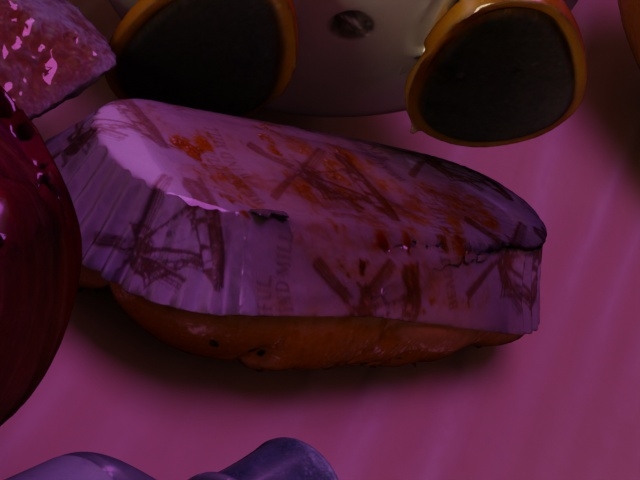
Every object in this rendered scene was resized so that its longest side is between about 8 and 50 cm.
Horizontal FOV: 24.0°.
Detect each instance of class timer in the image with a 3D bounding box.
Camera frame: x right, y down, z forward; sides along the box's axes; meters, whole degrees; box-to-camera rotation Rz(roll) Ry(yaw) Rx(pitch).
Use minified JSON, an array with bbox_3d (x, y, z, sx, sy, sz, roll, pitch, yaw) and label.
[{"bbox_3d":[0.010,-0.170,0.679,0.233,0.233,0.240,15,56,-27],"label":"timer"}]

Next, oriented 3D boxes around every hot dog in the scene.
[{"bbox_3d":[0.000,0.000,0.613,0.252,0.069,0.131,5,33,-41],"label":"hot dog"}]

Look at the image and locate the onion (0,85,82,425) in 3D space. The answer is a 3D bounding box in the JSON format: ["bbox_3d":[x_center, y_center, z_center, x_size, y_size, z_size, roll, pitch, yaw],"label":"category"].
[{"bbox_3d":[-0.182,-0.009,0.376,0.248,0.161,0.248,33,25,-18],"label":"onion"}]

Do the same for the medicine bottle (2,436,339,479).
[{"bbox_3d":[-0.069,0.105,0.420,0.090,0.054,0.208,46,34,19],"label":"medicine bottle"}]

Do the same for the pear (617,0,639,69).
[{"bbox_3d":[0.307,-0.138,0.913,0.285,0.285,0.336,36,72,3],"label":"pear"}]

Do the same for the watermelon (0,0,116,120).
[{"bbox_3d":[-0.189,-0.104,0.542,0.241,0.094,0.154,30,12,-23],"label":"watermelon"}]
